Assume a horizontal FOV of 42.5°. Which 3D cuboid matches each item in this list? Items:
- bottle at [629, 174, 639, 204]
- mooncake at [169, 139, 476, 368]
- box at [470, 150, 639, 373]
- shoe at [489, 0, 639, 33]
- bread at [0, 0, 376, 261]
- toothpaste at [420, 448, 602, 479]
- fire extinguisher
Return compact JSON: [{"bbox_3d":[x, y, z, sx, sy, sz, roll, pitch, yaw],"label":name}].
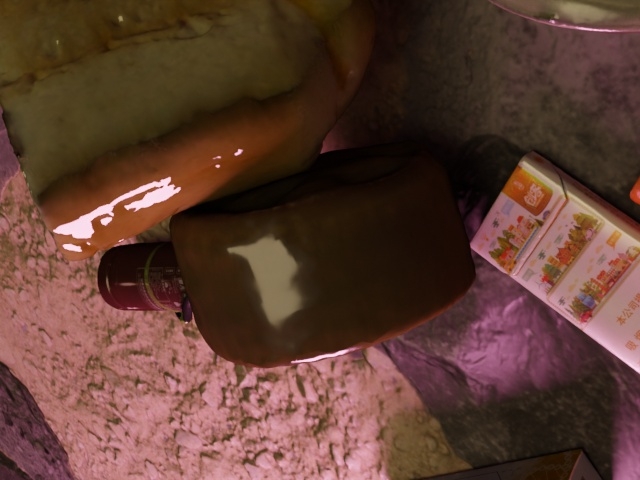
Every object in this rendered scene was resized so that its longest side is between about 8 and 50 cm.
[{"bbox_3d":[0.346,-0.018,0.653,0.187,0.069,0.069,32,129,20],"label":"bottle"},{"bbox_3d":[0.000,0.000,0.797,0.284,0.284,0.155,-2,107,40],"label":"mooncake"},{"bbox_3d":[0.257,0.025,0.772,0.220,0.032,0.122,39,132,17],"label":"box"},{"bbox_3d":[0.150,-0.275,0.632,0.316,0.124,0.159,33,126,32],"label":"shoe"},{"bbox_3d":[-0.119,-0.165,0.737,0.300,0.341,0.210,61,172,20],"label":"bread"},{"bbox_3d":[0.178,0.319,0.959,0.313,0.089,0.071,-29,100,44],"label":"toothpaste"},{"bbox_3d":[-0.146,0.057,1.077,0.341,0.105,0.141,-2,140,39],"label":"fire extinguisher"}]
